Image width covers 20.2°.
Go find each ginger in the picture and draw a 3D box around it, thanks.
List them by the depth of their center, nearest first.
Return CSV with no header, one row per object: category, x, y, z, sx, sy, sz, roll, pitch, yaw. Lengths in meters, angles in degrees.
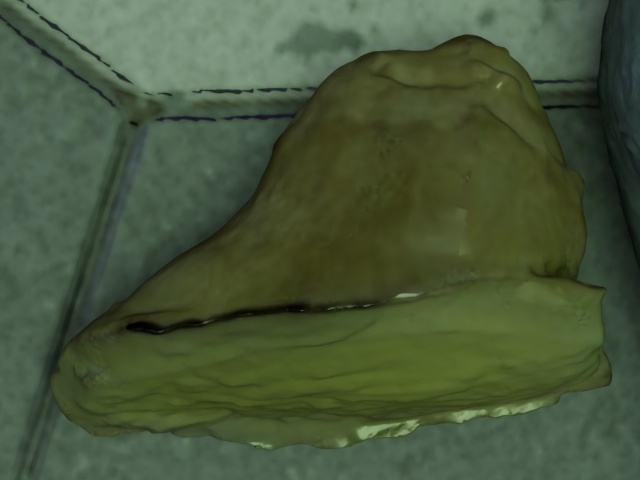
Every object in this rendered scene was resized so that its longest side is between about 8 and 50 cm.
ginger,-0.003,0.003,0.610,0.193,0.115,0.123,-10,75,2

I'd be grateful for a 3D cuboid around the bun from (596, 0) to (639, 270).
bun,0.271,-0.033,0.576,0.354,0.194,0.354,0,92,-6
